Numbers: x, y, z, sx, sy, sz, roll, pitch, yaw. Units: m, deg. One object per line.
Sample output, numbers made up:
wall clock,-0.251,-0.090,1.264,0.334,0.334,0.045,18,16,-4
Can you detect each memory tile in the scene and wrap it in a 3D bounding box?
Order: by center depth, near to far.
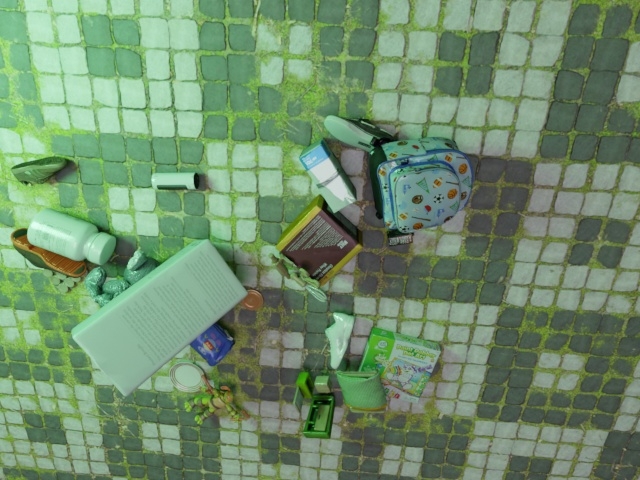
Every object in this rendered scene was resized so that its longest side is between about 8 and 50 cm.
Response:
memory tile,-0.901,0.111,1.525,0.148,0.012,0.113,-34,106,16

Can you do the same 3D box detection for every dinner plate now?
dinner plate,-0.511,0.522,1.659,0.141,0.017,0.141,1,112,3

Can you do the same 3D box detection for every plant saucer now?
plant saucer,-0.242,0.210,1.515,0.084,0.013,0.083,1,112,3

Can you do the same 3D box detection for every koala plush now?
koala plush,-0.613,0.143,1.426,0.221,0.203,0.196,-46,139,-7

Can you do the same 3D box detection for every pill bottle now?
pill bottle,-0.803,-0.007,1.406,0.230,0.131,0.131,21,112,-4

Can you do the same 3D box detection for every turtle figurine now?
turtle figurine,-0.411,0.610,1.649,0.217,0.087,0.269,-28,116,22

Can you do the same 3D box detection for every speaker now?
speaker,-0.452,-0.186,1.350,0.136,0.055,0.055,0,112,4

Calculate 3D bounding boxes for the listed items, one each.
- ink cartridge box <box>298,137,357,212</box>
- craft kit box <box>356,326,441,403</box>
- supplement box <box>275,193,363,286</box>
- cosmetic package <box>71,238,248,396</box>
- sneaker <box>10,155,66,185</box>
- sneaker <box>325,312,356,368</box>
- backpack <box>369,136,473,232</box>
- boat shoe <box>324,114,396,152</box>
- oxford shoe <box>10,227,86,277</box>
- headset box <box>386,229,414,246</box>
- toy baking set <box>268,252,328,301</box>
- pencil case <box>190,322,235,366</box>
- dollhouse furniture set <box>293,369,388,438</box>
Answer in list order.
ink cartridge box,0.025,-0.194,1.265,0.082,0.139,0.190,-29,107,13
craft kit box,0.271,0.453,1.555,0.250,0.061,0.246,14,109,-2
supplement box,0.000,0.000,1.351,0.194,0.129,0.191,41,109,-11
cosmetic package,-0.479,0.216,1.323,0.453,0.162,0.230,-40,108,-26
sneaker,-0.882,-0.219,1.374,0.189,0.066,0.071,-4,128,11
sneaker,0.055,0.349,1.526,0.094,0.080,0.212,18,105,10
backpack,0.285,-0.162,1.200,0.264,0.213,0.276,-17,132,-4
boat shoe,0.117,-0.315,1.252,0.220,0.078,0.070,24,71,-11
oxford shoe,-0.914,0.058,1.466,0.272,0.097,0.098,30,132,5
headset box,0.255,-0.011,1.364,0.083,0.062,0.032,-10,111,9
toy baking set,-0.066,0.128,1.382,0.197,0.256,0.030,30,73,28
pencil case,-0.428,0.298,1.507,0.133,0.119,0.306,-36,105,10
dollhouse furniture set,0.074,0.578,1.518,0.302,0.151,0.197,-7,124,19
